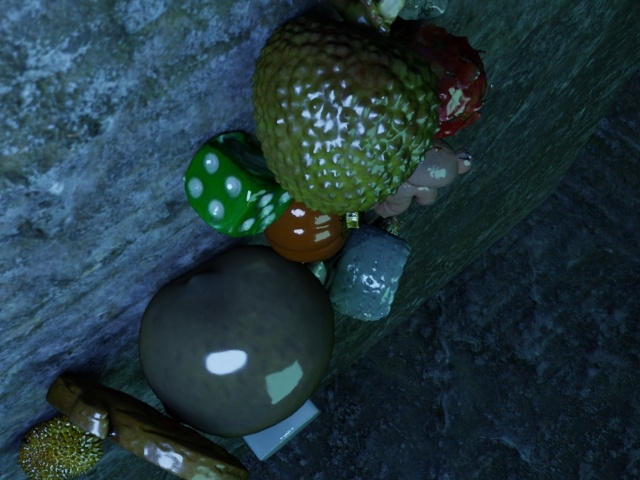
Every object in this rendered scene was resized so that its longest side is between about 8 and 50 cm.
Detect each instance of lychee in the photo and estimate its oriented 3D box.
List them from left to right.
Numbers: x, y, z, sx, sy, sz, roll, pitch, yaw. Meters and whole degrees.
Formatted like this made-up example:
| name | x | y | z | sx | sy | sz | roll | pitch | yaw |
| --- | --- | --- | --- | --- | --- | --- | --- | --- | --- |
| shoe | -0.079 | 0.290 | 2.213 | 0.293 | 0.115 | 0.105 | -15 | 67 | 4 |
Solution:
| name | x | y | z | sx | sy | sz | roll | pitch | yaw |
| --- | --- | --- | --- | --- | --- | --- | --- | --- | --- |
| lychee | 0.033 | -0.195 | 0.984 | 0.270 | 0.270 | 0.320 | 20 | 76 | -70 |

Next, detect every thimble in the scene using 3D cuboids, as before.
| name | x | y | z | sx | sy | sz | roll | pitch | yaw |
| --- | --- | --- | --- | --- | --- | --- | --- | --- | --- |
| thimble | 0.124 | 0.087 | 1.817 | 0.205 | 0.172 | 0.250 | 99 | 16 | -68 |

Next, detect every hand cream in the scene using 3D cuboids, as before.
| name | x | y | z | sx | sy | sz | roll | pitch | yaw |
| --- | --- | --- | --- | --- | --- | --- | --- | --- | --- |
| hand cream | 0.139 | -0.392 | 1.122 | 0.084 | 0.050 | 0.257 | -51 | 158 | 27 |

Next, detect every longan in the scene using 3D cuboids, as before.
| name | x | y | z | sx | sy | sz | roll | pitch | yaw |
| --- | --- | --- | --- | --- | --- | --- | --- | --- | --- |
| longan | -0.149 | 0.178 | 1.304 | 0.361 | 0.361 | 0.361 | -39 | 161 | -16 |

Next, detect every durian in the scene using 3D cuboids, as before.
| name | x | y | z | sx | sy | sz | roll | pitch | yaw |
| --- | --- | --- | --- | --- | --- | --- | --- | --- | --- |
| durian | -0.495 | 0.399 | 1.361 | 0.168 | 0.137 | 0.158 | 10 | 130 | -49 |

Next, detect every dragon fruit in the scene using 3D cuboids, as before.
| name | x | y | z | sx | sy | sz | roll | pitch | yaw |
| --- | --- | --- | --- | --- | --- | --- | --- | --- | --- |
| dragon fruit | 0.196 | -0.275 | 1.259 | 0.210 | 0.205 | 0.268 | -55 | 168 | 22 |

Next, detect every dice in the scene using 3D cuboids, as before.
| name | x | y | z | sx | sy | sz | roll | pitch | yaw |
| --- | --- | --- | --- | --- | --- | --- | --- | --- | --- |
| dice | -0.124 | -0.085 | 1.095 | 0.131 | 0.128 | 0.120 | -17 | 148 | -56 |

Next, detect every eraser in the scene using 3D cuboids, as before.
| name | x | y | z | sx | sy | sz | roll | pitch | yaw |
| --- | --- | --- | --- | --- | --- | --- | --- | --- | --- |
| eraser | -0.160 | 0.371 | 1.752 | 0.189 | 0.290 | 0.104 | -38 | 161 | -8 |

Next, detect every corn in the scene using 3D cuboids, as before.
| name | x | y | z | sx | sy | sz | roll | pitch | yaw |
| --- | --- | --- | --- | --- | --- | --- | --- | --- | --- |
| corn | 0.135 | 0.024 | 1.960 | 0.237 | 0.079 | 0.079 | -48 | 161 | 9 |

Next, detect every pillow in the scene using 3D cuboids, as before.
| name | x | y | z | sx | sy | sz | roll | pitch | yaw |
| --- | --- | --- | --- | --- | --- | --- | --- | --- | --- |
| pillow | -0.068 | 0.143 | 1.780 | 0.254 | 0.078 | 0.144 | -45 | 166 | 0 |

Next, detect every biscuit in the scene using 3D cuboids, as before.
| name | x | y | z | sx | sy | sz | roll | pitch | yaw |
| --- | --- | --- | --- | --- | --- | --- | --- | --- | --- |
| biscuit | -0.305 | 0.324 | 1.227 | 0.070 | 0.394 | 0.350 | -63 | 156 | -16 |

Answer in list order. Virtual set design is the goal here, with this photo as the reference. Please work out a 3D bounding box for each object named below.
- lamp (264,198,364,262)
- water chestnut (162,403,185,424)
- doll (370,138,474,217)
| name | x | y | z | sx | sy | sz | roll | pitch | yaw |
| --- | --- | --- | --- | --- | --- | --- | --- | --- | --- |
| lamp | -0.021 | -0.069 | 1.242 | 0.223 | 0.196 | 0.223 | 7 | 90 | -77 |
| water chestnut | -0.241 | 0.308 | 1.547 | 0.223 | 0.223 | 0.238 | -45 | -169 | 2 |
| doll | 0.187 | -0.162 | 1.614 | 0.201 | 0.156 | 0.303 | 14 | 154 | -24 |
